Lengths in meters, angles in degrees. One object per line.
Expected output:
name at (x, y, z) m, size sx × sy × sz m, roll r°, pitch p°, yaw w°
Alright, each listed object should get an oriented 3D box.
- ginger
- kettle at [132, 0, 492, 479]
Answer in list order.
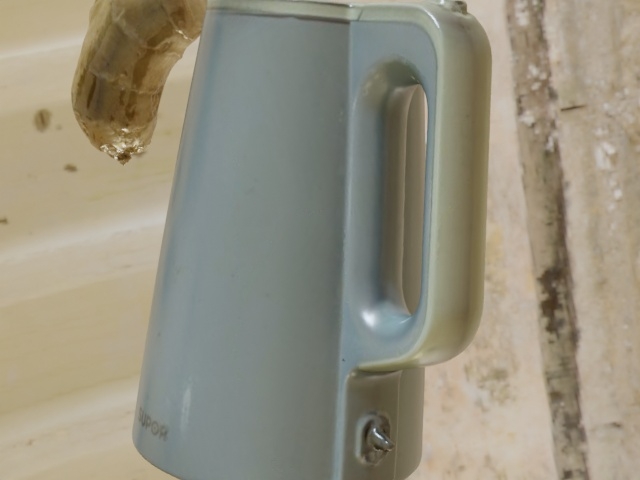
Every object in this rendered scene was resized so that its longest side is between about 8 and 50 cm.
ginger at (-0.152, -0.154, 0.780) m, size 0.069 × 0.095 × 0.190 m, roll -111°, pitch 43°, yaw -67°
kettle at (0.000, 0.000, 0.482) m, size 0.211 × 0.160 × 0.243 m, roll 22°, pitch 110°, yaw 57°
